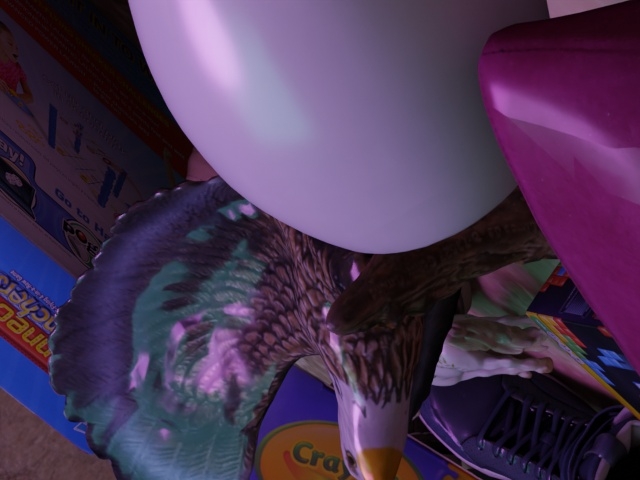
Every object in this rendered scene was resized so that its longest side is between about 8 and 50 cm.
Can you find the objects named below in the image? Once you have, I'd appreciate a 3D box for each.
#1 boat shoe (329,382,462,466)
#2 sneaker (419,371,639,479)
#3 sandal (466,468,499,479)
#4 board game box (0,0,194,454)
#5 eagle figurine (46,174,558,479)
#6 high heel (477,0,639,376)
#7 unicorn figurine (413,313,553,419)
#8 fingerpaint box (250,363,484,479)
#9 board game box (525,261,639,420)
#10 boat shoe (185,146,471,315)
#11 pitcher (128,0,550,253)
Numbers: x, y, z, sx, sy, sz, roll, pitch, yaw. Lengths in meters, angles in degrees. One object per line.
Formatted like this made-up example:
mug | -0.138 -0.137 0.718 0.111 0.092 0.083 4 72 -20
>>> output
boat shoe | 0.054 0.155 1.474 0.109 0.091 0.305 2 178 -14
sneaker | 0.155 0.127 1.072 0.226 0.086 0.163 27 172 17
sandal | 0.192 0.285 1.585 0.054 0.097 0.254 43 177 -22
board game box | -0.202 -0.076 0.967 0.308 0.086 0.302 44 -159 -29
eagle figurine | 0.007 0.028 0.803 0.226 0.225 0.298 29 162 -13
high heel | 0.139 0.031 0.614 0.181 0.127 0.377 12 150 7
unicorn figurine | 0.083 0.077 1.046 0.162 0.111 0.060 103 159 -58
fingerpaint box | 0.083 0.298 1.296 0.445 0.163 0.371 32 162 -6
board game box | 0.208 0.079 0.857 0.170 0.048 0.141 41 168 -21
boat shoe | 0.000 0.000 1.010 0.113 0.103 0.302 26 165 35
pitcher | -0.026 -0.099 0.531 0.178 0.125 0.207 10 142 46
